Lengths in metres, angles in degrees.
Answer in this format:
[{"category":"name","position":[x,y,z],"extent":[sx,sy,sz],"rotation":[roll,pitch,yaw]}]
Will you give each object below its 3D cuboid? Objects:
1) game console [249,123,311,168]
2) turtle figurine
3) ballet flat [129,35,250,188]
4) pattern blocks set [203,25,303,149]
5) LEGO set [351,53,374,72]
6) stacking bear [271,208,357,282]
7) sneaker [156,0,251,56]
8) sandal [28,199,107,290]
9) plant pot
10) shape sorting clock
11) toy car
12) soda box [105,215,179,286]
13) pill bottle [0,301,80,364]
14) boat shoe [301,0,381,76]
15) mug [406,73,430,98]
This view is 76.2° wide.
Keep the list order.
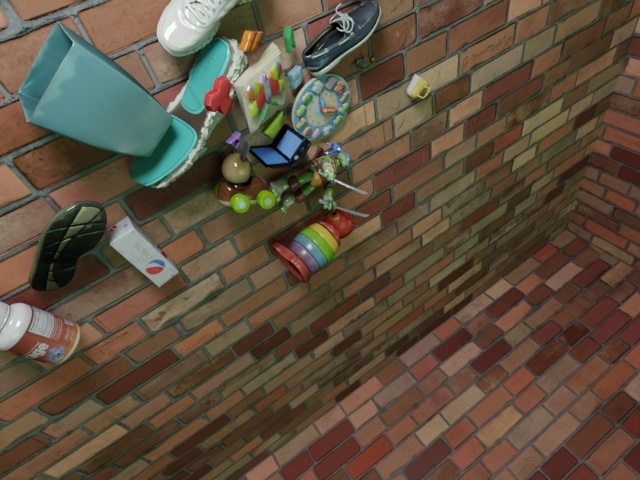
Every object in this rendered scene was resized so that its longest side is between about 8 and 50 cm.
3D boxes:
[{"category":"game console","position":[-0.117,-0.264,1.136],"extent":[0.085,0.144,0.124],"rotation":[23,107,-49]},{"category":"turtle figurine","position":[-0.001,-0.150,1.263],"extent":[0.266,0.198,0.275],"rotation":[-23,96,1]},{"category":"ballet flat","position":[-0.295,-0.285,0.988],"extent":[0.409,0.147,0.147],"rotation":[-52,139,9]},{"category":"pattern blocks set","position":[-0.140,-0.367,0.998],"extent":[0.325,0.026,0.285],"rotation":[-61,159,-17]},{"category":"LEGO set","position":[0.132,-0.530,1.215],"extent":[0.083,0.023,0.054],"rotation":[-37,139,-9]},{"category":"stacking bear","position":[0.000,0.000,1.458],"extent":[0.289,0.175,0.164],"rotation":[-43,138,-14]},{"category":"sneaker","position":[-0.224,-0.505,0.847],"extent":[0.292,0.118,0.110],"rotation":[-45,112,-3]},{"category":"sandal","position":[-0.630,0.006,0.990],"extent":[0.303,0.086,0.120],"rotation":[-45,148,23]},{"category":"plant pot","position":[-0.442,-0.284,0.838],"extent":[0.166,0.165,0.234],"rotation":[-53,142,10]},{"category":"shape sorting clock","position":[0.005,-0.388,1.205],"extent":[0.206,0.040,0.206],"rotation":[-28,141,-25]},{"category":"toy car","position":[-0.213,-0.190,1.128],"extent":[0.148,0.155,0.189],"rotation":[-12,118,-33]},{"category":"soda box","position":[-0.490,0.035,1.135],"extent":[0.073,0.069,0.216],"rotation":[-37,140,-9]},{"category":"pill bottle","position":[-0.748,0.234,1.045],"extent":[0.121,0.121,0.216],"rotation":[-44,140,-1]},{"category":"boat shoe","position":[0.053,-0.552,1.082],"extent":[0.254,0.095,0.079],"rotation":[-38,152,6]},{"category":"mug","position":[0.322,-0.508,1.359],"extent":[0.062,0.078,0.064],"rotation":[26,116,-21]}]
